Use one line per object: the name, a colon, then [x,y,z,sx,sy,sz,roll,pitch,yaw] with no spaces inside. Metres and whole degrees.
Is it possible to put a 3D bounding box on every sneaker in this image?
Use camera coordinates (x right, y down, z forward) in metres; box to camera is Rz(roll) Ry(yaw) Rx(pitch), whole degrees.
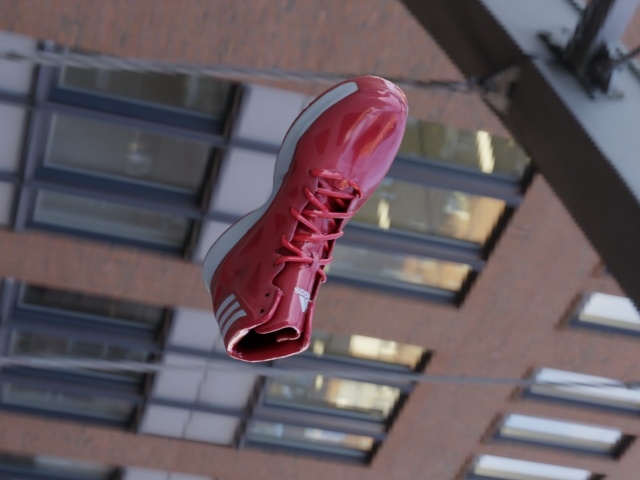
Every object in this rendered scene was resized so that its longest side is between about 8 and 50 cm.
sneaker: [0.000,0.000,0.882,0.221,0.087,0.128,-56,-150,28]
